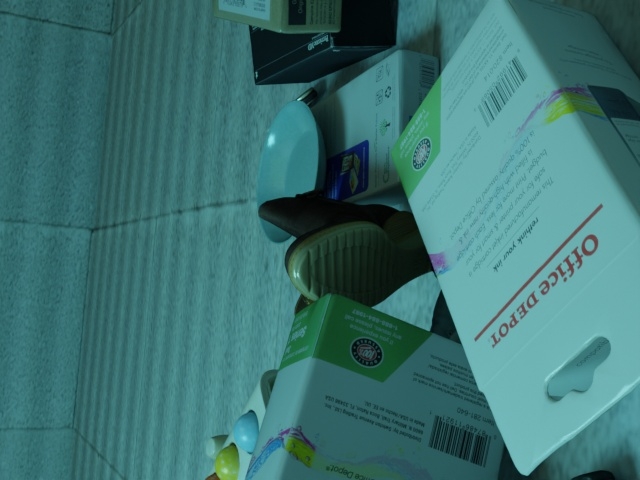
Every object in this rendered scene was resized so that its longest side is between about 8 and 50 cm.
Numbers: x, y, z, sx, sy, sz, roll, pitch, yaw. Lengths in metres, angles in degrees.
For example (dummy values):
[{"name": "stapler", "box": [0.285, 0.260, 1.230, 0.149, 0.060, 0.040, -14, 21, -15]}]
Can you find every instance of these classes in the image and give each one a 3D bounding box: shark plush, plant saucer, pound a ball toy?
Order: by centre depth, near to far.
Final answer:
[{"name": "shark plush", "box": [0.141, 0.032, 0.823, 0.073, 0.067, 0.161, 7, 91, 64]}, {"name": "plant saucer", "box": [-0.032, -0.089, 1.093, 0.195, 0.037, 0.195, -21, 67, 60]}, {"name": "pound a ball toy", "box": [-0.102, 0.301, 1.180, 0.319, 0.135, 0.208, -61, 35, 37]}]

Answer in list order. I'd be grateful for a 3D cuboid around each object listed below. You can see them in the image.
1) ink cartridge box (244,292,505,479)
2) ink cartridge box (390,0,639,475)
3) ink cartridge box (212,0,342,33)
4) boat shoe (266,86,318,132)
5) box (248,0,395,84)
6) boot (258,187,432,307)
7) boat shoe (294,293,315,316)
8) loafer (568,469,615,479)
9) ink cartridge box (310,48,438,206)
[{"name": "ink cartridge box", "box": [0.042, 0.218, 0.732, 0.117, 0.201, 0.278, -38, 32, 64]}, {"name": "ink cartridge box", "box": [0.195, -0.013, 0.665, 0.207, 0.119, 0.354, -57, 36, 41]}, {"name": "ink cartridge box", "box": [-0.060, -0.368, 1.018, 0.234, 0.088, 0.193, 33, 127, 57]}, {"name": "boat shoe", "box": [-0.037, -0.189, 1.261, 0.043, 0.049, 0.137, 49, 142, -1]}, {"name": "box", "box": [-0.012, -0.332, 1.140, 0.261, 0.103, 0.185, 0, 94, 63]}, {"name": "boot", "box": [0.000, 0.000, 0.878, 0.206, 0.248, 0.090, 19, 106, 40]}, {"name": "boat shoe", "box": [0.000, 0.059, 1.109, 0.178, 0.060, 0.064, -53, 40, 46]}, {"name": "loafer", "box": [0.192, 0.257, 0.683, 0.170, 0.062, 0.061, -59, 40, 43]}, {"name": "ink cartridge box", "box": [0.038, -0.114, 1.068, 0.332, 0.065, 0.166, -16, 70, 60]}]
